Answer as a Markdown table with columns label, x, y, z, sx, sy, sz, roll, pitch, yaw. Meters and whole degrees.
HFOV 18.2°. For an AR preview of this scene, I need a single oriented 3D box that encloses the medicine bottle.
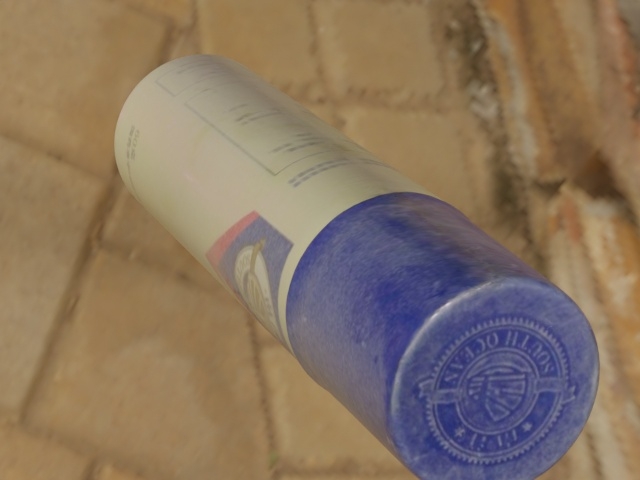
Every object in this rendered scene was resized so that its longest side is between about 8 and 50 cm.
| label | x | y | z | sx | sy | sz | roll | pitch | yaw |
| --- | --- | --- | --- | --- | --- | --- | --- | --- | --- |
| medicine bottle | 0.000 | 0.000 | 0.564 | 0.059 | 0.059 | 0.231 | 3 | 16 | -23 |
